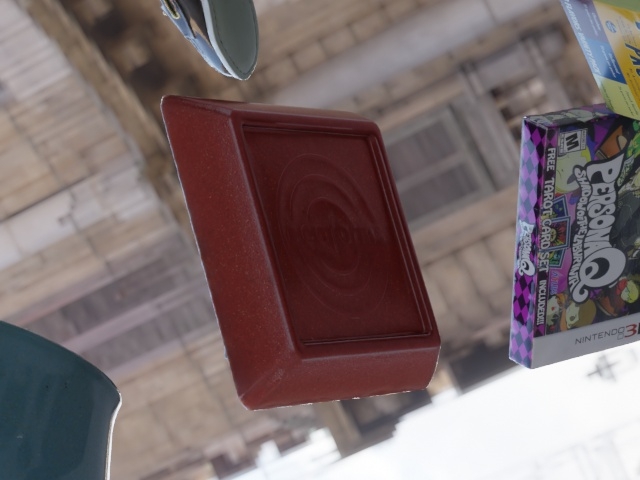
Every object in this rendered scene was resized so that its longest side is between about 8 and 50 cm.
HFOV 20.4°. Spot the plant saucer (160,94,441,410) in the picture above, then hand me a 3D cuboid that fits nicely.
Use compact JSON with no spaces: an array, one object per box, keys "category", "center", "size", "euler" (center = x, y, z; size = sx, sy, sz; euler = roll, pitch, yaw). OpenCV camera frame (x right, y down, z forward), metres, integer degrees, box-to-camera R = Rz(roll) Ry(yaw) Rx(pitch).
[{"category":"plant saucer","center":[0.000,0.000,1.450],"size":[0.258,0.047,0.259],"euler":[0,-110,-53]}]

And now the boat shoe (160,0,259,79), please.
[{"category":"boat shoe","center":[-0.125,-0.250,1.728],"size":[0.081,0.068,0.228],"euler":[-65,-35,-37]}]

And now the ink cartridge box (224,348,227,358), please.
[{"category":"ink cartridge box","center":[-0.041,0.031,1.629],"size":[0.046,0.097,0.207],"euler":[-70,-15,-46]}]

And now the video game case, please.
[{"category":"video game case","center":[0.268,-0.013,1.603],"size":[0.042,0.210,0.232],"euler":[32,126,52]}]

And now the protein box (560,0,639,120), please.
[{"category":"protein box","center":[0.346,-0.195,1.453],"size":[0.200,0.201,0.136],"euler":[28,154,52]}]

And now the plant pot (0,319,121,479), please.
[{"category":"plant pot","center":[-0.286,0.204,1.404],"size":[0.271,0.271,0.255],"euler":[46,-124,-46]}]
